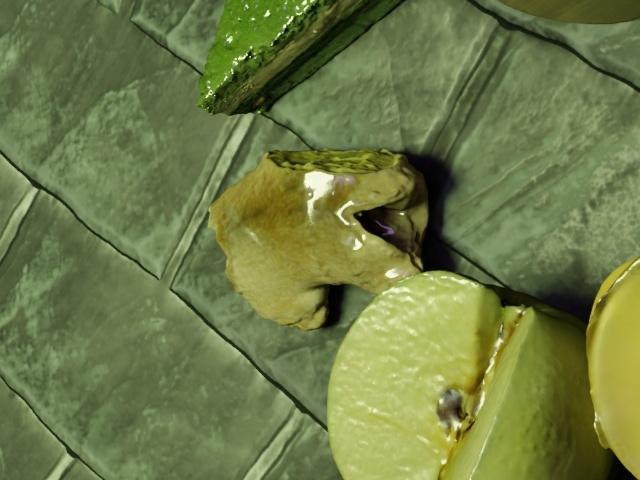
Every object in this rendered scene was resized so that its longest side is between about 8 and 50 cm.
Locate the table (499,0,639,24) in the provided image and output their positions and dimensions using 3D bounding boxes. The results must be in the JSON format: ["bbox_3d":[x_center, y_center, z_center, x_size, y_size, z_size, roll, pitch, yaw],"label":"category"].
[{"bbox_3d":[0.264,-0.348,1.413,0.167,0.167,0.227,6,81,34],"label":"table"}]

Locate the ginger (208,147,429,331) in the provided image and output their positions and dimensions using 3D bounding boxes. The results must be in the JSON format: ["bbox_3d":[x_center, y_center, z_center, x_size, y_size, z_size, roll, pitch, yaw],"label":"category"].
[{"bbox_3d":[0.000,0.000,1.570,0.275,0.130,0.221,17,106,32],"label":"ginger"}]

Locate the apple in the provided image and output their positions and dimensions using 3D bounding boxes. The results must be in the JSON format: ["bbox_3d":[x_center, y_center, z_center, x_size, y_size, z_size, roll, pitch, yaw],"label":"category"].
[{"bbox_3d":[0.166,0.177,1.371,0.295,0.233,0.258,34,105,55],"label":"apple"}]

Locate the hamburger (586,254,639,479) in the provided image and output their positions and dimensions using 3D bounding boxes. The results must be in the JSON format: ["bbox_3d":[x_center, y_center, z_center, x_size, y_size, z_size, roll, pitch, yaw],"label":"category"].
[{"bbox_3d":[0.378,0.095,1.239,0.276,0.237,0.276,7,105,27],"label":"hamburger"}]

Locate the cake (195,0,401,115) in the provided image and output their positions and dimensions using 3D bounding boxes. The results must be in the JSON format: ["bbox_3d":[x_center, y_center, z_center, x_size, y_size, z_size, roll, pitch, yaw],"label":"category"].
[{"bbox_3d":[-0.007,-0.241,1.572,0.172,0.158,0.283,29,104,31],"label":"cake"}]
